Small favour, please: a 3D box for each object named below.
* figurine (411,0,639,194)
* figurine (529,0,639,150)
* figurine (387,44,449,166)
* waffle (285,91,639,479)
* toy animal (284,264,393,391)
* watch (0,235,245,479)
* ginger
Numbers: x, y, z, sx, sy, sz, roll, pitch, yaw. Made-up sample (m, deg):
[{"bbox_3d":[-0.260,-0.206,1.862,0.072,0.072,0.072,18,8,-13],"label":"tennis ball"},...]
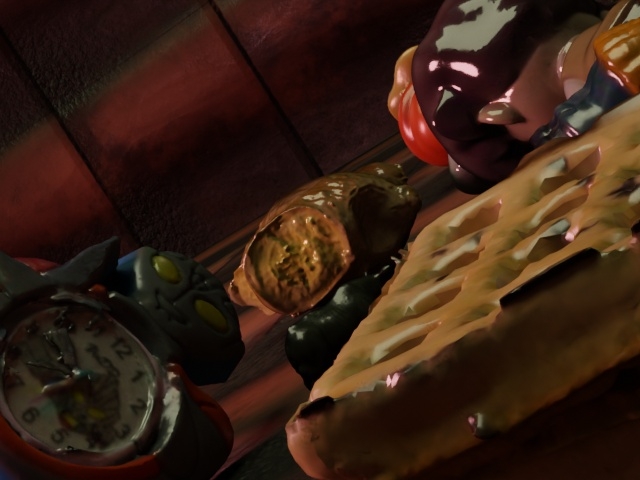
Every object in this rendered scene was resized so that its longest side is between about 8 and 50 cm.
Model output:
[{"bbox_3d":[0.251,-0.152,1.380,0.365,0.206,0.218,13,71,51],"label":"figurine"},{"bbox_3d":[0.278,-0.171,1.013,0.332,0.204,0.185,-32,8,9],"label":"figurine"},{"bbox_3d":[0.190,-0.191,1.917,0.208,0.181,0.257,-4,11,-6],"label":"figurine"},{"bbox_3d":[0.181,-0.009,0.606,0.376,0.114,0.261,-30,6,26],"label":"waffle"},{"bbox_3d":[0.029,0.063,1.093,0.136,0.065,0.047,-35,6,-29],"label":"toy animal"},{"bbox_3d":[-0.209,0.133,1.112,0.274,0.241,0.305,-46,-4,40],"label":"watch"},{"bbox_3d":[0.000,0.000,1.502,0.219,0.123,0.270,-36,6,-5],"label":"ginger"}]
